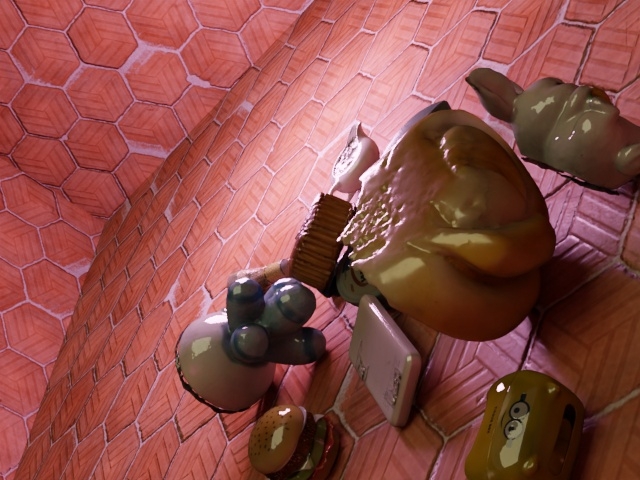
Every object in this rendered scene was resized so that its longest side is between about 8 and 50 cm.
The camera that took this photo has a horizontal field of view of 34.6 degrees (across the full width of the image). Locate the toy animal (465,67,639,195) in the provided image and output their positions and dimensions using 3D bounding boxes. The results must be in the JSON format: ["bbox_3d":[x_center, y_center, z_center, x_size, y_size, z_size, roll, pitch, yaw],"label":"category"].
[{"bbox_3d":[0.389,-0.183,1.661,0.325,0.208,0.154,25,99,28],"label":"toy animal"}]

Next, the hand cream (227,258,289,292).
[{"bbox_3d":[-0.143,0.091,2.571,0.203,0.084,0.084,-24,38,41],"label":"hand cream"}]

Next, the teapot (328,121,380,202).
[{"bbox_3d":[0.081,-0.169,2.443,0.145,0.092,0.226,-22,41,58],"label":"teapot"}]

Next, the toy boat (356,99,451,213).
[{"bbox_3d":[0.194,-0.154,2.160,0.141,0.092,0.320,24,83,36],"label":"toy boat"}]

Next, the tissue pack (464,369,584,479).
[{"bbox_3d":[0.281,0.268,1.382,0.127,0.123,0.178,-19,41,55],"label":"tissue pack"}]

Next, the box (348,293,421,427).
[{"bbox_3d":[0.111,0.210,1.853,0.285,0.044,0.142,-126,43,-65],"label":"box"}]

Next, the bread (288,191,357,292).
[{"bbox_3d":[0.000,0.000,2.119,0.199,0.104,0.199,21,-90,-89],"label":"bread"}]

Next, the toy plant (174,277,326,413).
[{"bbox_3d":[-0.127,0.195,2.157,0.332,0.247,0.247,-41,26,39],"label":"toy plant"}]

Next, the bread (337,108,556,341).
[{"bbox_3d":[0.202,-0.039,1.649,0.424,0.329,0.245,-93,11,-52],"label":"bread"}]

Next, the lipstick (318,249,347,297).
[{"bbox_3d":[0.078,0.025,2.231,0.234,0.053,0.053,-48,23,16],"label":"lipstick"}]

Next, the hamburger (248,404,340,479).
[{"bbox_3d":[-0.057,0.379,1.903,0.175,0.137,0.175,-42,23,23],"label":"hamburger"}]

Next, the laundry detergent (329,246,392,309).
[{"bbox_3d":[0.112,0.037,2.048,0.280,0.105,0.215,-29,52,51],"label":"laundry detergent"}]
